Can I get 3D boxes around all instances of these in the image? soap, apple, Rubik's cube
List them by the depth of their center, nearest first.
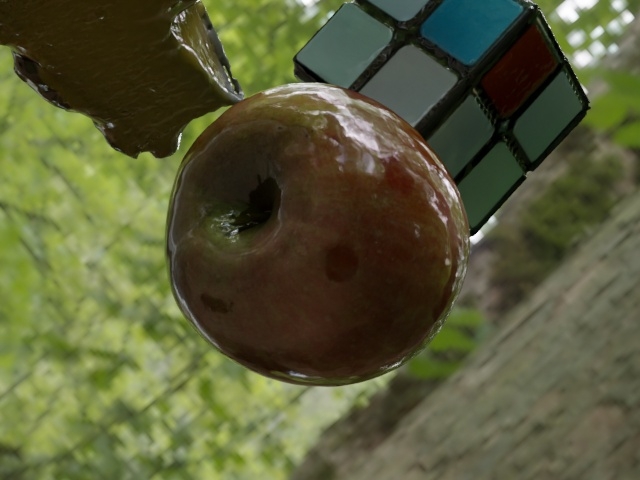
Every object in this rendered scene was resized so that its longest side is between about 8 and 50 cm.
[{"bbox_3d":[0.000,0.000,1.027,0.188,0.188,0.174,38,4,37],"label":"apple"},{"bbox_3d":[-0.178,-0.174,1.260,0.304,0.169,0.339,63,13,-15],"label":"soap"},{"bbox_3d":[0.111,-0.140,1.479,0.167,0.180,0.183,41,-6,35],"label":"Rubik's cube"}]
